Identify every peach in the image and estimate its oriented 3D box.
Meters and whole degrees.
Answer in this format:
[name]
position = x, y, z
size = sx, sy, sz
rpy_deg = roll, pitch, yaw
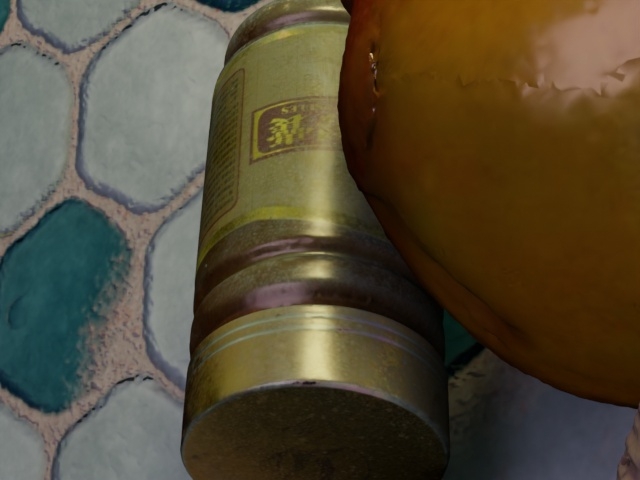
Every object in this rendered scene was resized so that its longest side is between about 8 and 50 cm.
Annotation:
[peach]
position = 0.185, -0.088, 0.810
size = 0.373, 0.290, 0.372
rpy_deg = 2, 108, 7

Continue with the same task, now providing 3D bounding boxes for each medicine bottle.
[medicine bottle]
position = 0.000, 0.000, 0.957
size = 0.151, 0.151, 0.322
rpy_deg = -24, 43, 27

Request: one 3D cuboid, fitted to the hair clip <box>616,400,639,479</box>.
[hair clip]
position = 0.181, 0.149, 0.748
size = 0.300, 0.173, 0.069
rpy_deg = -49, 25, 25
